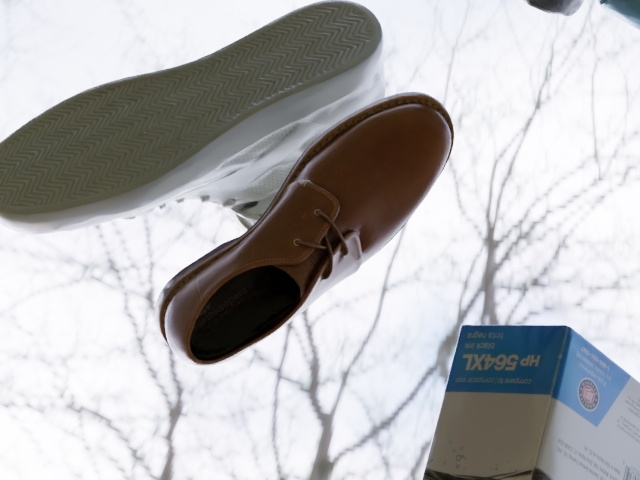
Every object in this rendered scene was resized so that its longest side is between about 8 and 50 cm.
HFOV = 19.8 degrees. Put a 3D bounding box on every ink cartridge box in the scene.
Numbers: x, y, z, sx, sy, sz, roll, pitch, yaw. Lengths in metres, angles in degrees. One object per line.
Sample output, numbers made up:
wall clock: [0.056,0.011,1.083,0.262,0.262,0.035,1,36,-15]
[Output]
ink cartridge box: [0.129,0.170,1.096,0.086,0.203,0.148,0,-26,40]

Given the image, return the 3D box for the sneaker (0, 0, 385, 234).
sneaker: [-0.082,-0.041,1.283,0.292,0.108,0.169,-22,-38,-8]

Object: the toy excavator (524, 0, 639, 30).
toy excavator: [0.301,-0.166,1.039,0.445,0.433,0.222,27,-72,-4]

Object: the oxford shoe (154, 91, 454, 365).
oxford shoe: [0.000,0.000,1.046,0.212,0.076,0.076,-44,-73,-1]
